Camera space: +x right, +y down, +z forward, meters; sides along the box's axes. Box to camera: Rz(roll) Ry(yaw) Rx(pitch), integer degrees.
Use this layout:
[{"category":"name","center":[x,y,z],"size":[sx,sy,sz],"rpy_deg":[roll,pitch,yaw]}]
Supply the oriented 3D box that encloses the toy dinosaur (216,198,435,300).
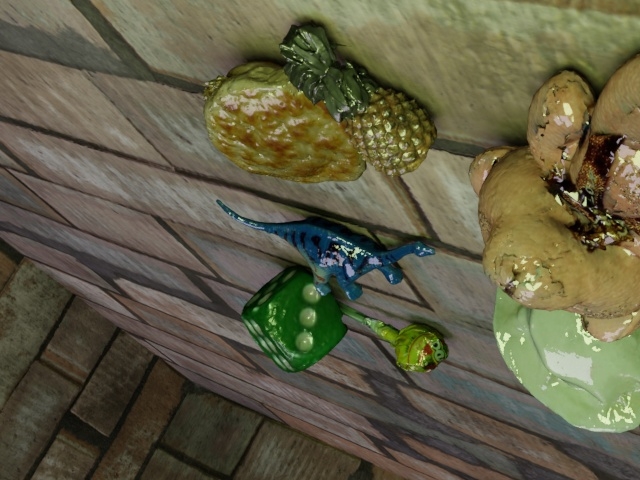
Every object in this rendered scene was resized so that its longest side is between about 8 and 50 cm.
[{"category":"toy dinosaur","center":[0.019,0.020,1.332],"size":[0.329,0.076,0.144],"rpy_deg":[14,152,33]}]

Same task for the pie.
[{"category":"pie","center":[-0.028,-0.113,1.007],"size":[0.163,0.079,0.193],"rpy_deg":[14,160,14]}]

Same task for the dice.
[{"category":"dice","center":[-0.043,0.124,1.601],"size":[0.128,0.120,0.131],"rpy_deg":[53,161,-11]}]

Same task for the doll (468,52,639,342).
[{"category":"doll","center":[0.203,-0.024,0.752],"size":[0.201,0.156,0.303],"rpy_deg":[46,160,9]}]

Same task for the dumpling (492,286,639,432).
[{"category":"dumpling","center":[0.260,0.093,1.009],"size":[0.219,0.153,0.108],"rpy_deg":[22,162,34]}]

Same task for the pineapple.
[{"category":"pineapple","center":[0.029,-0.126,0.895],"size":[0.159,0.074,0.074],"rpy_deg":[40,161,-17]}]

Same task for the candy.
[{"category":"candy","center":[0.088,0.134,1.596],"size":[0.262,0.073,0.077],"rpy_deg":[24,-168,40]}]
